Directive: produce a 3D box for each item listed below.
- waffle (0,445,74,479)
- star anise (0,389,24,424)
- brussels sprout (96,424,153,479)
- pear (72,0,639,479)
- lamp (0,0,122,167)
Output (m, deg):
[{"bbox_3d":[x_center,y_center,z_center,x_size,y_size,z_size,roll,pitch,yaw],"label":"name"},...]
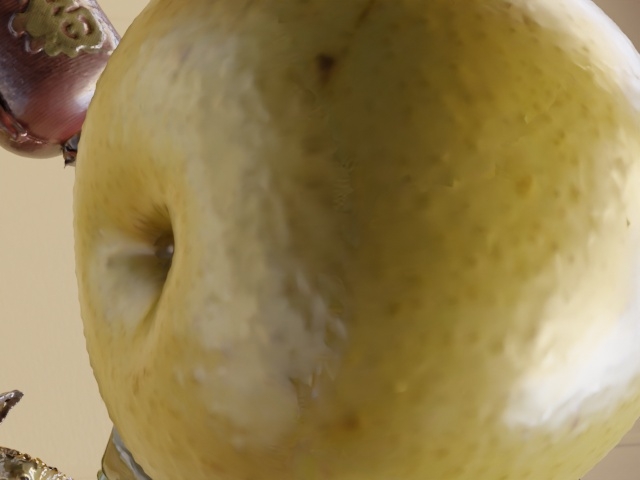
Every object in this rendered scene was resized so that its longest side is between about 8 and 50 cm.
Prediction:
[{"bbox_3d":[-0.355,0.327,1.080,0.213,0.308,0.091,7,-117,25],"label":"waffle"},{"bbox_3d":[-0.554,0.300,1.235,0.118,0.331,0.331,1,-139,40],"label":"star anise"},{"bbox_3d":[-0.041,0.219,0.825,0.328,0.328,0.247,11,-146,-5],"label":"brussels sprout"},{"bbox_3d":[0.029,-0.005,0.494,0.348,0.348,0.348,6,-126,-9],"label":"pear"},{"bbox_3d":[-0.300,-0.193,0.908,0.180,0.180,0.258,-36,-90,-31],"label":"lamp"}]
